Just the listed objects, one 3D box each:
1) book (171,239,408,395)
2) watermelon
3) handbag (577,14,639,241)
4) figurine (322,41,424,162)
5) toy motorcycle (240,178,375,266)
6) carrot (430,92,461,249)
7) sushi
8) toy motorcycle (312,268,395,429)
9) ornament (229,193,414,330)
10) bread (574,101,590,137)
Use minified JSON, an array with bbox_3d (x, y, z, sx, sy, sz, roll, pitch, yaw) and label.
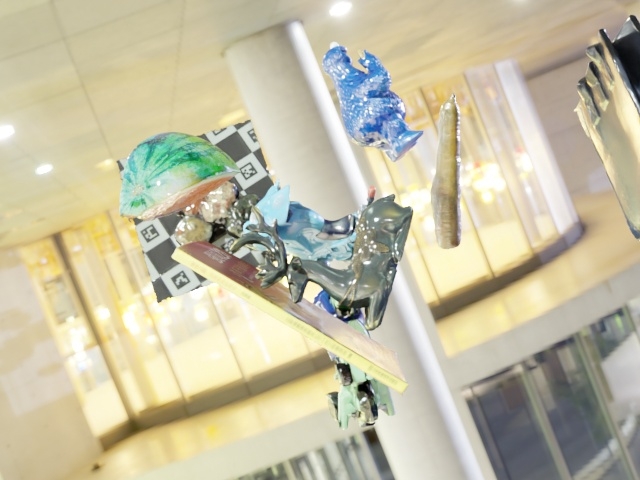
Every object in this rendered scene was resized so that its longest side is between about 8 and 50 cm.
[{"bbox_3d":[-0.040,0.106,1.435,0.028,0.374,0.262,-59,-179,3],"label":"book"},{"bbox_3d":[-0.280,-0.141,1.779,0.231,0.146,0.128,-23,169,-42],"label":"watermelon"},{"bbox_3d":[0.559,-0.193,1.645,0.122,0.329,0.303,-21,160,1],"label":"handbag"},{"bbox_3d":[0.081,-0.257,1.792,0.121,0.262,0.164,-32,158,-19],"label":"figurine"},{"bbox_3d":[-0.005,-0.021,1.638,0.272,0.123,0.182,4,151,1],"label":"toy motorcycle"},{"bbox_3d":[0.278,-0.149,2.089,0.070,0.342,0.070,-1,-170,0],"label":"carrot"},{"bbox_3d":[-0.246,-0.078,2.032,0.320,0.339,0.069,-17,166,-5],"label":"sushi"},{"bbox_3d":[0.060,0.214,1.942,0.125,0.331,0.196,-13,-172,-12],"label":"toy motorcycle"},{"bbox_3d":[0.000,0.000,1.350,0.236,0.202,0.080,18,166,-4],"label":"ornament"},{"bbox_3d":[0.633,-0.252,1.908,0.224,0.211,0.183,-40,-137,7],"label":"bread"}]
